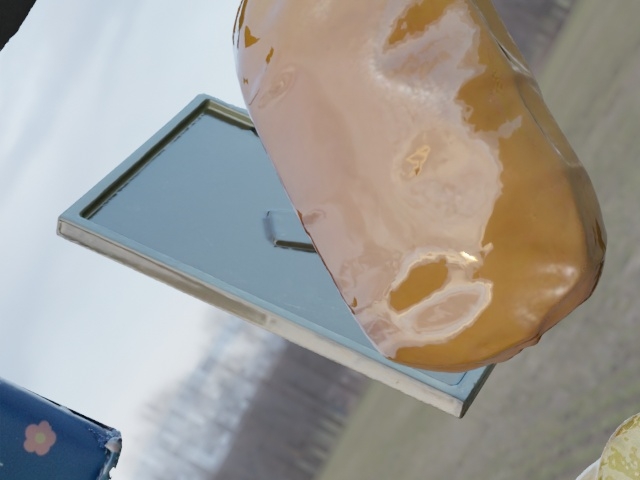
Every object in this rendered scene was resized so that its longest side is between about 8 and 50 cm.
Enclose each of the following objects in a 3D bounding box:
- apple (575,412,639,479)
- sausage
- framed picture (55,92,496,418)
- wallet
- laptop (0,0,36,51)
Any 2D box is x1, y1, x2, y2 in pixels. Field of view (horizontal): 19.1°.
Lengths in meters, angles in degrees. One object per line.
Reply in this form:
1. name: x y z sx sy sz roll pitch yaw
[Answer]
1. apple: 0.359 0.309 1.667 0.314 0.252 0.309 -59 43 47
2. sausage: 0.043 -0.052 0.921 0.136 0.241 0.120 -36 -14 23
3. framed picture: 0.000 0.000 1.268 0.213 0.289 0.016 -50 -21 -53
4. wallet: -0.233 0.133 1.121 0.141 0.202 0.059 -59 23 4
5. laptop: -0.272 -0.241 1.350 0.016 0.197 0.135 -18 38 51
